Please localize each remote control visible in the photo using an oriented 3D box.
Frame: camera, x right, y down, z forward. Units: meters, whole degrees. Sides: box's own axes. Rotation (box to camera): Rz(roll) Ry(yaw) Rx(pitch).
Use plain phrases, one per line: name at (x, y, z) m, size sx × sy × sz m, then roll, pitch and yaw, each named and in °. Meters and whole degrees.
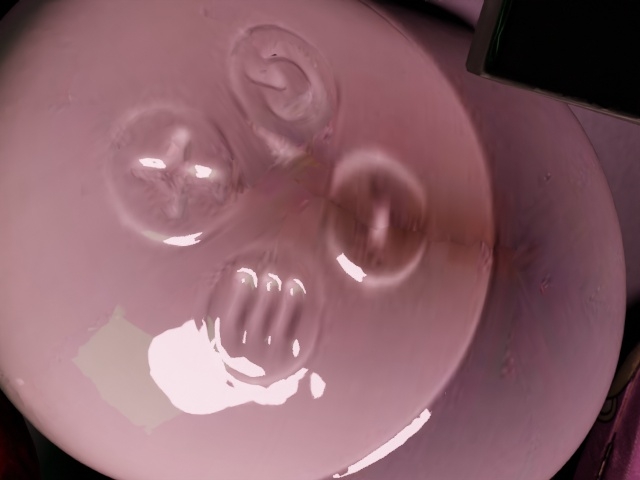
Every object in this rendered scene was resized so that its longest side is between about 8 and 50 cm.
remote control at (0.000, 0.000, 0.721) m, size 0.332 × 0.103 × 0.221 m, roll 13°, pitch 77°, yaw -35°

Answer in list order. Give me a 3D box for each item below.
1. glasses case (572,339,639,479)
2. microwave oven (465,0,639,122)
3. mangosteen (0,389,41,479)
glasses case at (0.199, 0.166, 1.008) m, size 0.123 × 0.076 × 0.316 m, roll -5°, pitch 126°, yaw -24°
microwave oven at (0.221, -0.166, 0.642) m, size 0.237 × 0.181 × 0.295 m, roll 13°, pitch 97°, yaw -33°
mangosteen at (-0.208, 0.116, 0.687) m, size 0.210 × 0.210 × 0.210 m, roll -14°, pitch 129°, yaw -18°
